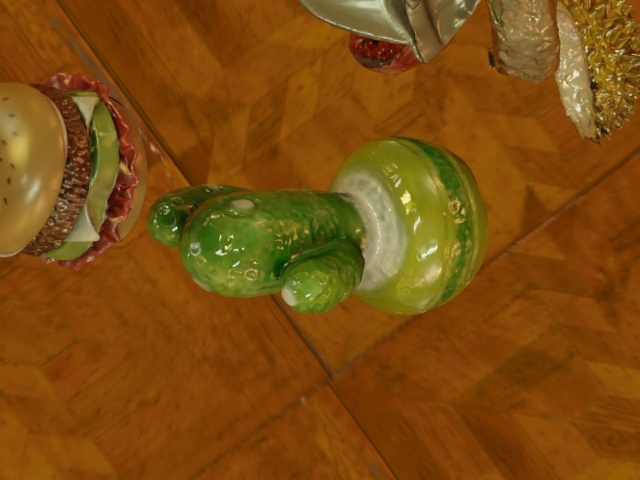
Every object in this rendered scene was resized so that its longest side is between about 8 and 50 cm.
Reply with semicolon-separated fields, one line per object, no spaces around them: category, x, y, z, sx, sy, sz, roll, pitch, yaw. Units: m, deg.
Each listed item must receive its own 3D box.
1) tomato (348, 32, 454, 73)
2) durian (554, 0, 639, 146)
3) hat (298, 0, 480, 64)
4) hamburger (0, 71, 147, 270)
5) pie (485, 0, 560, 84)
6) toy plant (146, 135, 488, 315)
tomato;0.113;-0.262;1.692;0.082;0.174;0.166;25;121;-26
durian;0.361;-0.247;1.818;0.138;0.183;0.249;-10;78;-19
hat;0.073;-0.281;1.344;0.173;0.166;0.144;36;51;11
hamburger;-0.241;-0.061;1.160;0.137;0.175;0.175;2;90;-49
pie;0.113;-0.183;0.824;0.046;0.195;0.195;-6;91;11
toy plant;0.000;0.000;1.367;0.316;0.224;0.184;-8;120;-34
